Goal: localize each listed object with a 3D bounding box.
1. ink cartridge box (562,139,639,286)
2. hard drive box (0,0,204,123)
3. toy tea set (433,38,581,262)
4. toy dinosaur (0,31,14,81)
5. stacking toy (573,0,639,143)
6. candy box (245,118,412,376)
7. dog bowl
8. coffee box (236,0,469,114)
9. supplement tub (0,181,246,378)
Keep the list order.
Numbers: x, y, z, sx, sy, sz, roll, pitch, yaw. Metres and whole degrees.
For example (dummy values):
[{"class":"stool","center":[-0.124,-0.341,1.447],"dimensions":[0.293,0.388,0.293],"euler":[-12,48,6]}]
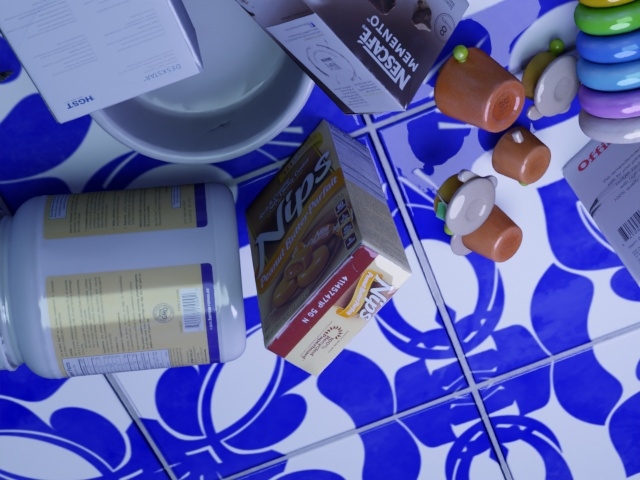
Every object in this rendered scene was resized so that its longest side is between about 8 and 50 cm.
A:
[{"class":"ink cartridge box","center":[0.471,-0.063,1.490],"dimensions":[0.121,0.289,0.211],"euler":[35,111,-28]},{"class":"hard drive box","center":[-0.252,-0.260,1.226],"dimensions":[0.181,0.089,0.232],"euler":[-19,137,3]},{"class":"toy tea set","center":[0.216,-0.122,1.542],"dimensions":[0.200,0.124,0.336],"euler":[-9,124,-38]},{"class":"toy dinosaur","center":[-0.452,-0.229,1.387],"dimensions":[0.268,0.064,0.118],"euler":[-25,107,8]},{"class":"stacking toy","center":[0.370,-0.293,1.407],"dimensions":[0.141,0.141,0.330],"euler":[-14,115,1]},{"class":"candy box","center":[0.000,0.000,1.441],"dimensions":[0.087,0.316,0.183],"euler":[32,112,-26]},{"class":"dog bowl","center":[-0.155,-0.249,1.393],"dimensions":[0.348,0.102,0.349],"euler":[-4,121,-6]},{"class":"coffee box","center":[0.011,-0.297,1.274],"dimensions":[0.297,0.118,0.168],"euler":[43,68,-31]},{"class":"supplement tub","center":[-0.269,0.053,1.480],"dimensions":[0.331,0.241,0.241],"euler":[-5,122,-5]}]
